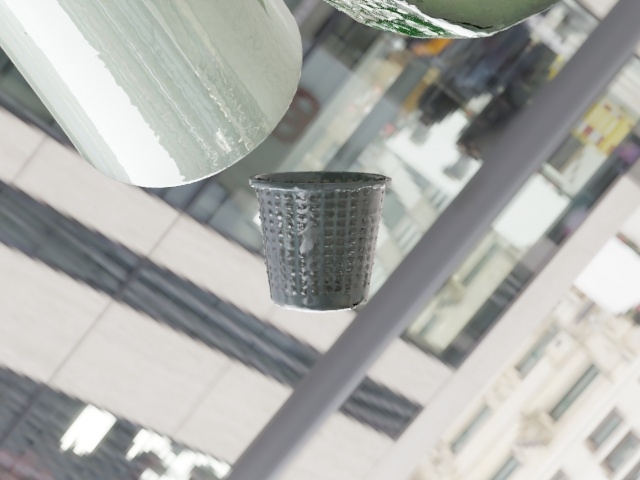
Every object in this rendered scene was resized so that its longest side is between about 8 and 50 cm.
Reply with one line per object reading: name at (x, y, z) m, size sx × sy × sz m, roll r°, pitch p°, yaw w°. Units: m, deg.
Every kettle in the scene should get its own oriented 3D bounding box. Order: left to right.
kettle at (-0.235, -0.254, 1.239) m, size 0.361 × 0.250 × 0.377 m, roll 16°, pitch 160°, yaw 24°

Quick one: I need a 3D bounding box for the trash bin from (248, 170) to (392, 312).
trash bin at (0.000, 0.000, 1.681) m, size 0.175 × 0.161 × 0.175 m, roll 0°, pitch -170°, yaw 0°

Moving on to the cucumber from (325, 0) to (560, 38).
cucumber at (0.054, -0.193, 0.734) m, size 0.191 × 0.191 × 0.130 m, roll 36°, pitch 175°, yaw -16°
